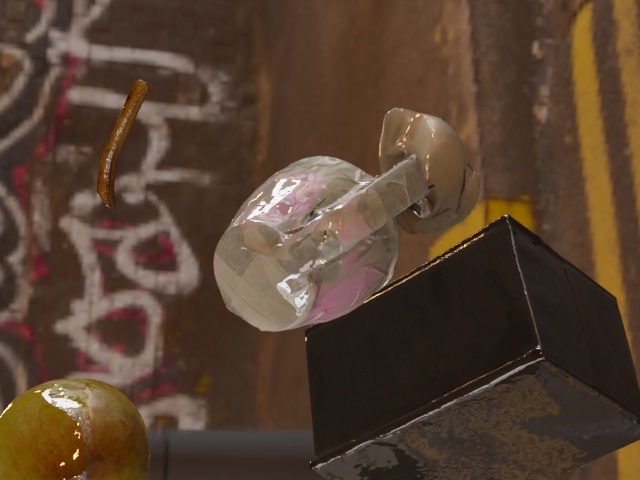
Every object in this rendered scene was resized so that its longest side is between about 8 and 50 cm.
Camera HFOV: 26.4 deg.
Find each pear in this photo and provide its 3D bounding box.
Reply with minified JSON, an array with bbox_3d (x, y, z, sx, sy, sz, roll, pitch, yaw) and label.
[{"bbox_3d":[-0.293,0.259,1.599,0.200,0.200,0.200,-175,90,-76],"label":"pear"}]

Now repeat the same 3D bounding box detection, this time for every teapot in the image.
[{"bbox_3d":[0.002,0.013,1.383,0.178,0.221,0.163,-37,-61,-51],"label":"teapot"}]

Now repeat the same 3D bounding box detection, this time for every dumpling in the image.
[{"bbox_3d":[0.141,-0.087,1.816,0.150,0.092,0.176,-60,-35,-19],"label":"dumpling"}]

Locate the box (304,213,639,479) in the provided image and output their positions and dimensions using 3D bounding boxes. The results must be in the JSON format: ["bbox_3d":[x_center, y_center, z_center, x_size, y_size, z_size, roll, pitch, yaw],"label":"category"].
[{"bbox_3d":[0.182,0.168,1.642,0.345,0.251,0.204,-31,46,30],"label":"box"}]

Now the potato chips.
[{"bbox_3d":[-0.286,-0.141,1.958,0.026,0.037,0.204,-30,-35,-62],"label":"potato chips"}]
